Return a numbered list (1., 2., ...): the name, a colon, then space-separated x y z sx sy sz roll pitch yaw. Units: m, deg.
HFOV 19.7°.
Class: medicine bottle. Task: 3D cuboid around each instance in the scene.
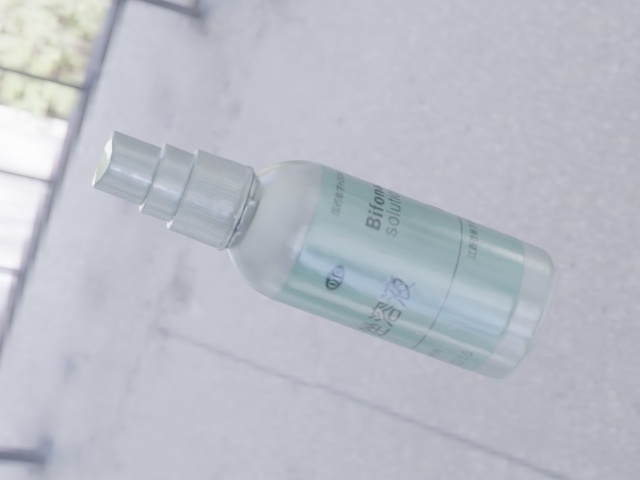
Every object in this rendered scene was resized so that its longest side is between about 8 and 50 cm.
1. medicine bottle: 0.000 0.000 1.394 0.110 0.351 0.110 -160 90 -78
